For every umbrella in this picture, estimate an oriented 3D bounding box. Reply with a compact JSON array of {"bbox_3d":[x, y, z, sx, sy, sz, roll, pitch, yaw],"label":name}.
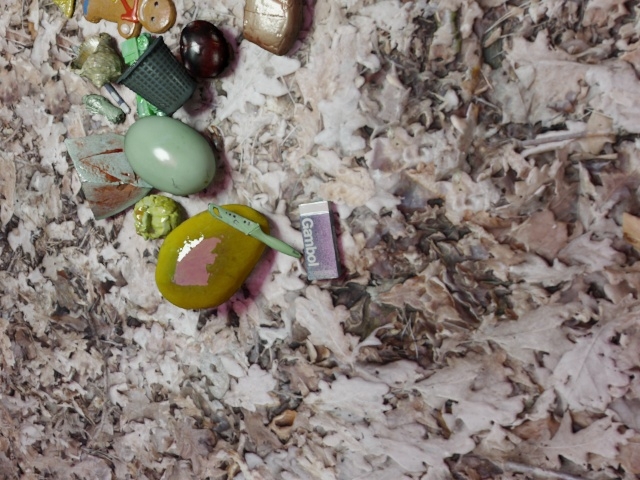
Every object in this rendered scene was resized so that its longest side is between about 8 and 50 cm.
[{"bbox_3d":[-0.680,-0.413,1.458,0.143,0.062,0.067,29,71,3],"label":"umbrella"}]

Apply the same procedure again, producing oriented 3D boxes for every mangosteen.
[{"bbox_3d":[-0.311,-0.524,1.283,0.152,0.152,0.152,3,98,18],"label":"mangosteen"}]

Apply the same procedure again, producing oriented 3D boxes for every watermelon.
[{"bbox_3d":[-0.673,-0.188,1.414,0.261,0.201,0.213,-31,79,24],"label":"watermelon"}]

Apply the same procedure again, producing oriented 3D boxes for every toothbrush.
[{"bbox_3d":[-0.689,-0.508,1.466,0.024,0.026,0.288,-42,84,22],"label":"toothbrush"}]

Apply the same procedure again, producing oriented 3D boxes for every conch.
[{"bbox_3d":[-0.672,-0.545,1.400,0.155,0.130,0.207,-4,74,-15],"label":"conch"}]

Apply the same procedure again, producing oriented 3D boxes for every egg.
[{"bbox_3d":[-0.425,-0.240,1.319,0.282,0.203,0.203,35,107,13],"label":"egg"}]

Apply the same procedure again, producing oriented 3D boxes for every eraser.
[{"bbox_3d":[0.000,0.000,1.292,0.092,0.046,0.212,-6,95,19],"label":"eraser"}]

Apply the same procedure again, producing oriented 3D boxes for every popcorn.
[{"bbox_3d":[-0.488,-0.073,1.399,0.135,0.162,0.141,-21,73,8],"label":"popcorn"}]

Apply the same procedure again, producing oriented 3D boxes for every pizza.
[{"bbox_3d":[-0.810,-0.785,1.462,0.099,0.036,0.160,12,101,17],"label":"pizza"}]

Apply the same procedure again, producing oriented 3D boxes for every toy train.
[{"bbox_3d":[-0.516,-0.482,1.385,0.119,0.085,0.251,-7,93,25],"label":"toy train"}]

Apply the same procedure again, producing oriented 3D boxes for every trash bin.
[{"bbox_3d":[-0.430,-0.436,1.269,0.175,0.175,0.161,-37,121,20],"label":"trash bin"}]

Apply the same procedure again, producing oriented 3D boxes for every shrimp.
[{"bbox_3d":[-0.307,-0.302,1.363,0.038,0.029,0.092,-38,81,20],"label":"shrimp"}]

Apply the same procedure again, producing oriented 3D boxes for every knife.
[{"bbox_3d":[-0.172,-0.024,1.260,0.293,0.020,0.043,28,80,-20],"label":"knife"}]

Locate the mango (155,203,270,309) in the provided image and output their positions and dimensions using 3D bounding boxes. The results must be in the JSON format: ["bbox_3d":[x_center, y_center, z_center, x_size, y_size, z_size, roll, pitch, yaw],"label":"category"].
[{"bbox_3d":[-0.303,0.042,1.321,0.365,0.182,0.253,-37,89,8],"label":"mango"}]

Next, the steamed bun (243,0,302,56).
[{"bbox_3d":[-0.119,-0.587,1.224,0.145,0.106,0.175,26,119,8],"label":"steamed bun"}]

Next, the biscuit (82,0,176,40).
[{"bbox_3d":[-0.572,-0.710,1.389,0.324,0.049,0.205,28,105,11],"label":"biscuit"}]
